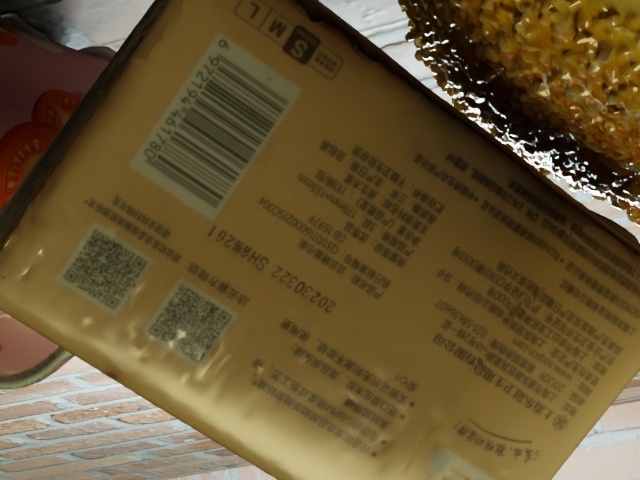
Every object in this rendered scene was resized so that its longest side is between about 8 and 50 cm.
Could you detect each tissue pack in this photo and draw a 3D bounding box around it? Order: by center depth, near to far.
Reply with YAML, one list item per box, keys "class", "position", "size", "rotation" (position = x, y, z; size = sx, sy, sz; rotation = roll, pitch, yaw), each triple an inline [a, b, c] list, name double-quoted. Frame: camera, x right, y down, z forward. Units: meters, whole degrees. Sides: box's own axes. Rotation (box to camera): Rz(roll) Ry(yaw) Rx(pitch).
- class: "tissue pack"
  position: [0.000, 0.000, 0.732]
  size: [0.305, 0.239, 0.238]
  rotation: [34, 147, -13]

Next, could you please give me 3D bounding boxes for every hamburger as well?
- class: "hamburger"
  position: [0.182, -0.109, 0.711]
  size: [0.302, 0.170, 0.302]
  rotation: [24, 167, 6]

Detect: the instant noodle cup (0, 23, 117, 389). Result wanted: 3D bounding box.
- class: "instant noodle cup"
  position: [-0.264, -0.049, 0.816]
  size: [0.231, 0.243, 0.243]
  rotation: [22, 147, -39]
